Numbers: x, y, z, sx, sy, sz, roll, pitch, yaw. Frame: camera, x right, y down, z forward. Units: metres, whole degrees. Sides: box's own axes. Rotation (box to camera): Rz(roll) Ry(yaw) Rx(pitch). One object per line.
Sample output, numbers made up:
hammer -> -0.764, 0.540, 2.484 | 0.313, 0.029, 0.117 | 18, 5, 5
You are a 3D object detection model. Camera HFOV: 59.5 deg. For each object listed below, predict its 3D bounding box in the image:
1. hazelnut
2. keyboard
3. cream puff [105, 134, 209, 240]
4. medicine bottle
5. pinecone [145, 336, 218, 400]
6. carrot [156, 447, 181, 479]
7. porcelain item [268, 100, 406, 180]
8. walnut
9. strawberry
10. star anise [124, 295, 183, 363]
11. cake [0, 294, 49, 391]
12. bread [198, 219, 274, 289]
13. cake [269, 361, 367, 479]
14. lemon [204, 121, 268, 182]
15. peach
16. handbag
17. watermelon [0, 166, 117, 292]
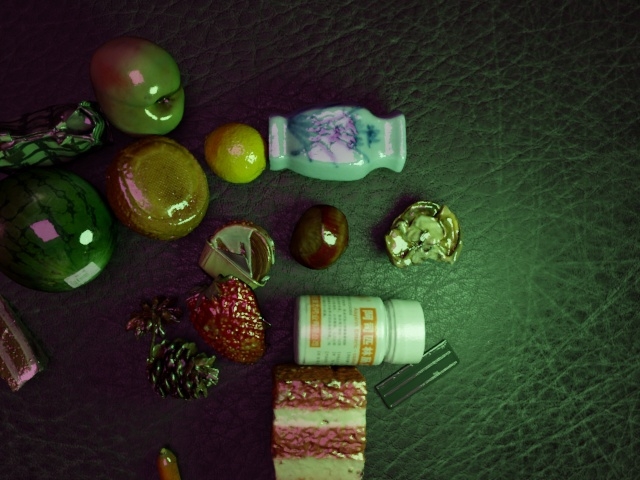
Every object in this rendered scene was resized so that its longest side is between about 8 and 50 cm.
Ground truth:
hazelnut -> -0.007, -0.005, 1.707 | 0.170, 0.160, 0.201 | 42, 124, 9
keyboard -> 0.357, 0.397, 1.788 | 0.381, 0.041, 0.103 | -32, 93, 2
cream puff -> -0.471, -0.140, 1.618 | 0.303, 0.212, 0.302 | 9, 74, -32
medicine bottle -> 0.108, 0.270, 1.675 | 0.372, 0.211, 0.211 | 2, 90, -4
pinecone -> -0.408, 0.381, 1.635 | 0.205, 0.184, 0.179 | 9, 96, 37
carrot -> -0.436, 0.758, 1.710 | 0.062, 0.066, 0.271 | -18, 95, 39
porcelain item -> 0.047, -0.300, 1.687 | 0.405, 0.178, 0.242 | -1, 90, -5
walnut -> 0.310, -0.014, 1.731 | 0.238, 0.141, 0.204 | -5, 79, -3
strawberry -> -0.262, 0.257, 1.634 | 0.234, 0.137, 0.306 | -24, 102, 27
star anise -> -0.474, 0.239, 1.638 | 0.177, 0.073, 0.234 | -35, 49, -22
cake -> -0.921, 0.302, 1.664 | 0.116, 0.113, 0.295 | -35, 81, -9
bread -> -0.242, 0.047, 1.680 | 0.224, 0.142, 0.212 | 40, 104, -3
cake -> -0.015, 0.528, 1.634 | 0.270, 0.270, 0.319 | 2, 90, -4
lemon -> -0.252, -0.264, 1.666 | 0.203, 0.178, 0.178 | 29, 88, 2
peach -> -0.522, -0.436, 1.590 | 0.292, 0.292, 0.247 | 38, 70, -4
handbag -> -0.753, -0.282, 1.528 | 0.325, 0.327, 0.162 | -19, 104, -12
watermelon -> -0.744, -0.036, 1.547 | 0.364, 0.363, 0.363 | 0, 90, -5
